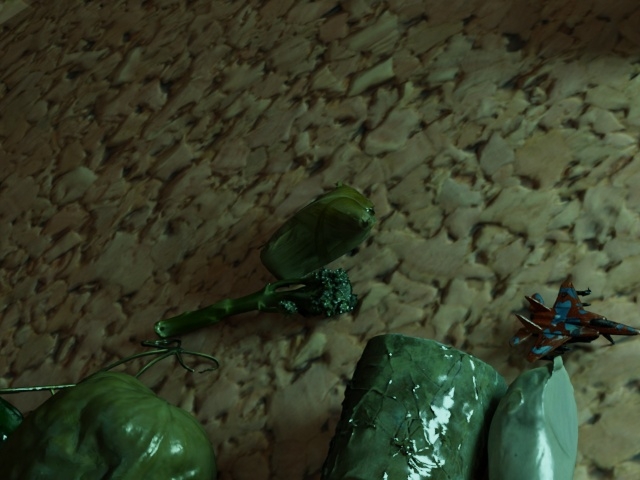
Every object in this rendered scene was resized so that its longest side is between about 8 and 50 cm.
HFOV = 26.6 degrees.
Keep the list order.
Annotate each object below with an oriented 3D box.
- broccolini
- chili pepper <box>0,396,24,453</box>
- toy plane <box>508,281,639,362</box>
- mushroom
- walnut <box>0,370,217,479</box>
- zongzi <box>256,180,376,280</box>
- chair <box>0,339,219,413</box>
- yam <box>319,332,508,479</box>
[{"bbox_3d":[-0.115,0.117,2.120,0.392,0.074,0.078,-18,86,33],"label":"broccolini"},{"bbox_3d":[-0.608,0.312,2.154,0.233,0.257,0.248,-51,11,-26],"label":"chili pepper"},{"bbox_3d":[0.337,0.113,1.759,0.189,0.061,0.130,10,59,40],"label":"toy plane"},{"bbox_3d":[0.241,0.304,1.621,0.109,0.097,0.351,4,57,21],"label":"mushroom"},{"bbox_3d":[-0.292,0.328,1.887,0.277,0.282,0.253,-51,32,-15],"label":"walnut"},{"bbox_3d":[0.000,0.000,2.075,0.194,0.099,0.197,-39,12,4],"label":"zongzi"},{"bbox_3d":[-0.325,0.268,2.097,0.326,0.170,0.160,-10,15,-37],"label":"chair"},{"bbox_3d":[0.103,0.262,1.709,0.203,0.201,0.271,-3,57,39],"label":"yam"}]
